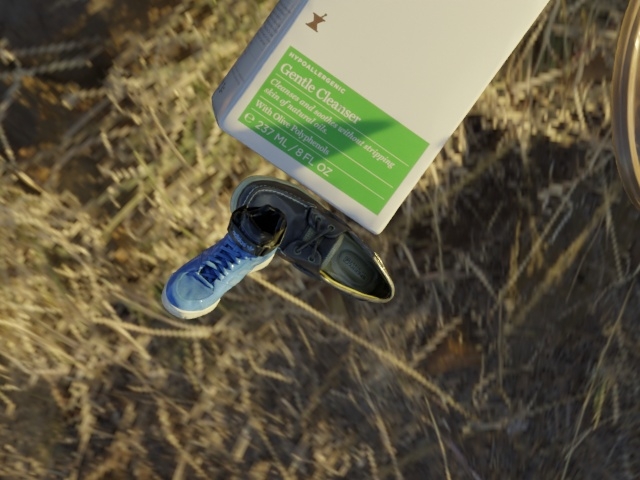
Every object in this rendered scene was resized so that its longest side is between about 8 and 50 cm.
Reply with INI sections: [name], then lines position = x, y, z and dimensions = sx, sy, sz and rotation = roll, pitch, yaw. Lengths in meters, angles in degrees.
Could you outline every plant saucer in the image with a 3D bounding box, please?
[plant saucer]
position = 0.373, -0.157, 1.631
dimensions = 0.041, 0.278, 0.277
rotation = 8, 78, 34

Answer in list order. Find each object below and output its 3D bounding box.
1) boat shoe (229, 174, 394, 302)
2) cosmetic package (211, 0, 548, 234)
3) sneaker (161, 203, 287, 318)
[boat shoe]
position = 0.000, 0.001, 1.756
dimensions = 0.223, 0.073, 0.080
rotation = 36, 86, -32
[cosmetic package]
position = 0.076, -0.217, 1.512
dimensions = 0.197, 0.155, 0.365
rotation = 33, 99, -13
[sneaker]
position = -0.092, 0.014, 1.570
dimensions = 0.058, 0.084, 0.152
rotation = 46, 49, 15
